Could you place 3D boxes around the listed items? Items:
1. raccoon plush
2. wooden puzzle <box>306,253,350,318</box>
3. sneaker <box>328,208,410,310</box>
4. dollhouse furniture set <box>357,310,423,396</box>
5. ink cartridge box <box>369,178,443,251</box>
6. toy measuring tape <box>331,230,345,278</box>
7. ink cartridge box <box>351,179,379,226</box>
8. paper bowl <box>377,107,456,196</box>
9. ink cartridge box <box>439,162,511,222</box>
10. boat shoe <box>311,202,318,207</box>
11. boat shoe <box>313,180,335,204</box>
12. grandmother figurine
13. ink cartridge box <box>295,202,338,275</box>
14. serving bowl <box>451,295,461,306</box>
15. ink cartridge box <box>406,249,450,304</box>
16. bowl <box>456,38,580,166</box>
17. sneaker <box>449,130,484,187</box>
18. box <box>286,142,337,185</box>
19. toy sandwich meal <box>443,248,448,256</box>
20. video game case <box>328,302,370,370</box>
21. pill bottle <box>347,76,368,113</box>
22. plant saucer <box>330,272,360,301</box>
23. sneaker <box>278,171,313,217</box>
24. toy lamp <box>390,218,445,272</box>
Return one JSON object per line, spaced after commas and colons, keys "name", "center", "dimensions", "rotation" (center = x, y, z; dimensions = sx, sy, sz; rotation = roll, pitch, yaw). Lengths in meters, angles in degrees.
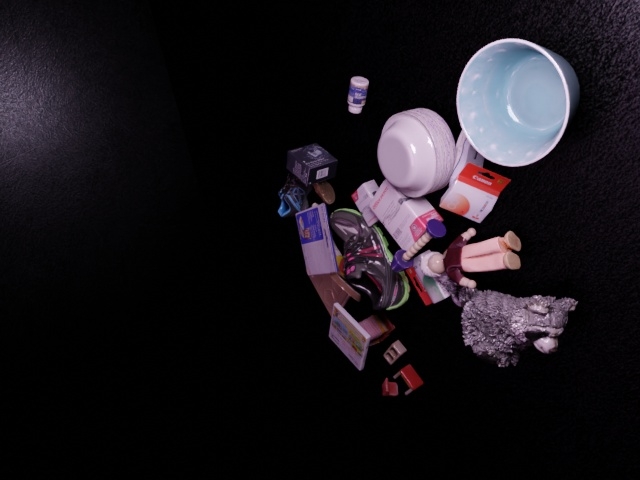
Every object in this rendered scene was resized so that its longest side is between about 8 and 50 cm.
{"name": "raccoon plush", "center": [0.552, 0.179, 1.567], "dimensions": [0.446, 0.216, 0.299], "rotation": [49, 137, 28]}
{"name": "wooden puzzle", "center": [0.053, 0.177, 2.405], "dimensions": [0.348, 0.080, 0.322], "rotation": [64, 153, 25]}
{"name": "sneaker", "center": [0.173, 0.070, 2.054], "dimensions": [0.483, 0.202, 0.185], "rotation": [56, 147, 17]}
{"name": "dollhouse furniture set", "center": [0.271, 0.502, 2.186], "dimensions": [0.374, 0.201, 0.152], "rotation": [53, 146, 22]}
{"name": "ink cartridge box", "center": [0.306, -0.101, 1.839], "dimensions": [0.237, 0.100, 0.172], "rotation": [54, 146, 18]}
{"name": "toy measuring tape", "center": [0.121, 0.062, 2.240], "dimensions": [0.121, 0.121, 0.330], "rotation": [113, 142, -50]}
{"name": "ink cartridge box", "center": [0.203, -0.146, 2.003], "dimensions": [0.151, 0.063, 0.109], "rotation": [61, 148, 9]}
{"name": "paper bowl", "center": [0.298, -0.285, 1.674], "dimensions": [0.284, 0.148, 0.284], "rotation": [41, 142, 43]}
{"name": "ink cartridge box", "center": [0.471, -0.142, 1.545], "dimensions": [0.145, 0.045, 0.179], "rotation": [22, 145, -3]}
{"name": "boat shoe", "center": [-0.019, -0.112, 2.382], "dimensions": [0.043, 0.049, 0.137], "rotation": [12, 124, 56]}
{"name": "boat shoe", "center": [0.009, -0.229, 2.251], "dimensions": [0.178, 0.064, 0.060], "rotation": [60, 154, 23]}
{"name": "grandmother figurine", "center": [0.470, 0.055, 1.634], "dimensions": [0.104, 0.208, 0.342], "rotation": [37, 146, -27]}
{"name": "ink cartridge box", "center": [0.000, 0.000, 2.259], "dimensions": [0.307, 0.072, 0.304], "rotation": [-13, 88, 62]}
{"name": "serving bowl", "center": [0.501, 0.204, 1.811], "dimensions": [0.083, 0.027, 0.083], "rotation": [34, 135, 41]}
{"name": "ink cartridge box", "center": [0.388, 0.154, 1.900], "dimensions": [0.181, 0.056, 0.225], "rotation": [62, 155, 10]}
{"name": "bowl", "center": [0.523, -0.358, 1.284], "dimensions": [0.311, 0.163, 0.312], "rotation": [35, 136, 42]}
{"name": "sneaker", "center": [0.453, -0.249, 1.551], "dimensions": [0.258, 0.094, 0.091], "rotation": [98, 169, -50]}
{"name": "box", "center": [-0.038, -0.328, 2.163], "dimensions": [0.158, 0.156, 0.093], "rotation": [44, 141, 33]}
{"name": "toy sandwich meal", "center": [0.469, 0.062, 1.765], "dimensions": [0.085, 0.029, 0.086], "rotation": [35, 136, 41]}
{"name": "video game case", "center": [0.120, 0.406, 2.139], "dimensions": [0.227, 0.026, 0.206], "rotation": [43, 140, 38]}
{"name": "pill bottle", "center": [0.135, -0.532, 1.852], "dimensions": [0.067, 0.067, 0.120], "rotation": [43, 142, 33]}
{"name": "plant saucer", "center": [0.110, 0.190, 2.104], "dimensions": [0.168, 0.029, 0.168], "rotation": [41, -178, -2]}
{"name": "sneaker", "center": [-0.119, -0.245, 2.356], "dimensions": [0.125, 0.139, 0.341], "rotation": [43, 140, 37]}
{"name": "toy lamp", "center": [0.326, 0.027, 1.745], "dimensions": [0.080, 0.080, 0.275], "rotation": [56, 144, 18]}
